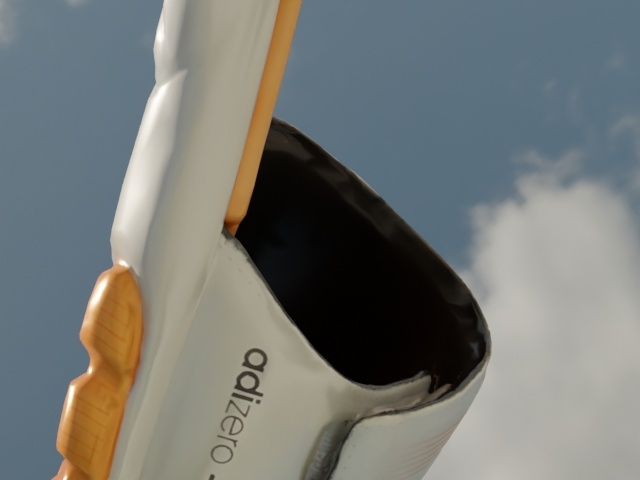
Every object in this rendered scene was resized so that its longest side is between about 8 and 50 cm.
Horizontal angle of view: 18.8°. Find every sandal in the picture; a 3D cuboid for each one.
[{"bbox_3d":[-0.001,0.004,0.362,0.076,0.265,0.102,15,-152,-2],"label":"sandal"}]
